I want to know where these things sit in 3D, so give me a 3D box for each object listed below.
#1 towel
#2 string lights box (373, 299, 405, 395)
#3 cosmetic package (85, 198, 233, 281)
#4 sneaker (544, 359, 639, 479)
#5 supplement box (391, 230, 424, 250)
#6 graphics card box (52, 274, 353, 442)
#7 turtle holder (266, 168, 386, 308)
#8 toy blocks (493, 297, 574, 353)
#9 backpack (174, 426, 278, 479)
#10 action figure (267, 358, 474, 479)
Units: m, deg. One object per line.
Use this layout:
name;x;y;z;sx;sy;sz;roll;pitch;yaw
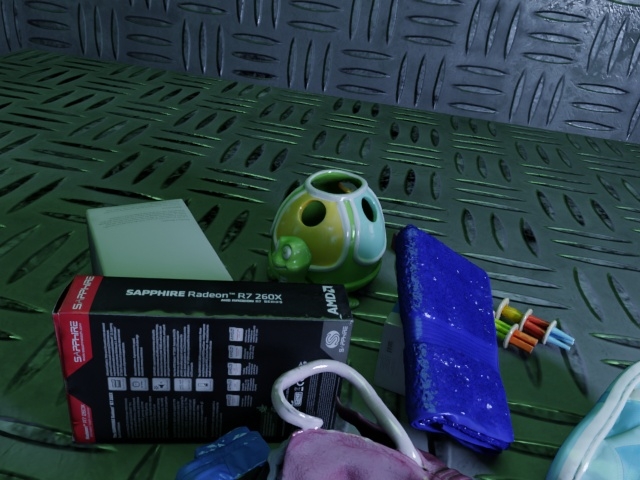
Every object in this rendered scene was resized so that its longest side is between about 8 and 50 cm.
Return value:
towel;0.204;0.144;0.839;0.227;0.076;0.308;33;44;-39
string lights box;0.177;0.141;1.002;0.076;0.133;0.260;16;31;18
cosmetic package;-0.291;0.073;0.996;0.196;0.155;0.365;-8;33;-25
sneaker;0.481;0.310;0.787;0.319;0.127;0.208;-29;42;-33
supplement box;0.220;0.008;1.344;0.083;0.043;0.055;-5;32;-20
graphics card box;-0.152;0.170;0.776;0.370;0.233;0.094;2;29;-7
turtle holder;-0.007;-0.010;1.135;0.320;0.228;0.243;-15;37;-35
toy blocks;0.398;0.177;1.071;0.148;0.054;0.123;27;34;31
backpack;-0.119;0.301;0.693;0.120;0.098;0.101;-24;31;-24
action figure;0.142;0.290;0.615;0.370;0.276;0.248;11;20;37
